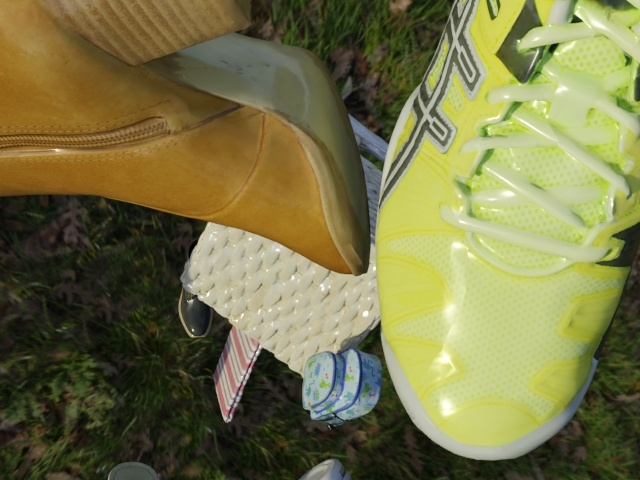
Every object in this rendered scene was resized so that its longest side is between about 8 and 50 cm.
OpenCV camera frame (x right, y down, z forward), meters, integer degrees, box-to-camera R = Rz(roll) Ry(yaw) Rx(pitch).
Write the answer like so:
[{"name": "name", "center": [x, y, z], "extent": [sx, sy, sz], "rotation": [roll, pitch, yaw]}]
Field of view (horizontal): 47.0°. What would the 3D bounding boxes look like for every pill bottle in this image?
[{"name": "pill bottle", "center": [0.039, 0.492, 1.295], "extent": [0.112, 0.112, 0.186], "rotation": [-36, 90, -15]}]

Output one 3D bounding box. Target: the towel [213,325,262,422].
[{"name": "towel", "center": [-0.151, 0.223, 1.378], "extent": [0.029, 0.144, 0.197], "rotation": [16, 110, -22]}]

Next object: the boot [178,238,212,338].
[{"name": "boot", "center": [-0.279, 0.107, 1.636], "extent": [0.077, 0.137, 0.198], "rotation": [-5, 67, -12]}]

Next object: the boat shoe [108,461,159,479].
[{"name": "boat shoe", "center": [-0.306, 0.526, 1.203], "extent": [0.127, 0.340, 0.113], "rotation": [4, 119, -26]}]

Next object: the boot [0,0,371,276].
[{"name": "boot", "center": [-0.101, -0.053, 0.419], "extent": [0.211, 0.295, 0.104], "rotation": [-12, 56, 17]}]

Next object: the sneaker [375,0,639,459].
[{"name": "sneaker", "center": [0.107, -0.083, 0.346], "extent": [0.145, 0.147, 0.384], "rotation": [14, 91, 12]}]

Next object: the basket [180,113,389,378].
[{"name": "basket", "center": [0.000, 0.000, 1.228], "extent": [0.328, 0.331, 0.266], "rotation": [37, 36, 1]}]

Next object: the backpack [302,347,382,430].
[{"name": "backpack", "center": [0.030, 0.210, 1.072], "extent": [0.084, 0.114, 0.105], "rotation": [26, 52, -32]}]
